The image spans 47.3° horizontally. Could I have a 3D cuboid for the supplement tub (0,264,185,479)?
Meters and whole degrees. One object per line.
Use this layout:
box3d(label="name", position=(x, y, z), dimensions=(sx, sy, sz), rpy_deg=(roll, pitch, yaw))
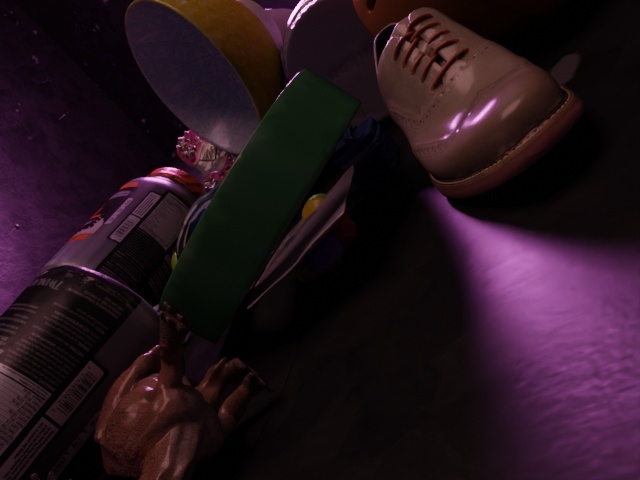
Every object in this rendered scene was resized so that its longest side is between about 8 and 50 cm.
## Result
box3d(label="supplement tub", position=(-0.311, 0.204, 0.755), dimensions=(0.207, 0.207, 0.338), rpy_deg=(-24, 25, 49))

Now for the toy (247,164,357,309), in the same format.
box3d(label="toy", position=(0.000, 0.000, 0.800), dimensions=(0.137, 0.056, 0.237), rpy_deg=(-46, 11, 15))

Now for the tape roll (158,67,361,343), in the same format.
box3d(label="tape roll", position=(-0.067, -0.038, 0.836), dimensions=(0.321, 0.077, 0.321), rpy_deg=(-59, 2, 4))

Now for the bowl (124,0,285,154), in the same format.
box3d(label="bowl", position=(-0.152, -0.295, 1.162), dimensions=(0.156, 0.289, 0.289), rpy_deg=(-47, 16, -23))

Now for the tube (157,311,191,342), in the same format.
box3d(label="tube", position=(-0.236, 0.129, 1.068), dimensions=(0.080, 0.052, 0.207), rpy_deg=(-33, 6, -24))

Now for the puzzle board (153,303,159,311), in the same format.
box3d(label="puzzle board", position=(-0.226, 0.094, 1.115), dimensions=(0.096, 0.011, 0.128), rpy_deg=(-23, -2, -43))

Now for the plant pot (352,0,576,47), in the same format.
box3d(label="plant pot", position=(0.172, -0.348, 0.922), dimensions=(0.203, 0.291, 0.291), rpy_deg=(-50, 7, 43))

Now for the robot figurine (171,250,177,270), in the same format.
box3d(label="robot figurine", position=(-0.195, 0.023, 1.189), dimensions=(0.115, 0.067, 0.101), rpy_deg=(-42, 21, 4))

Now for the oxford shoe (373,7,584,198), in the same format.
box3d(label="oxford shoe", position=(0.120, -0.148, 0.723), dimensions=(0.140, 0.146, 0.397), rpy_deg=(-42, 16, 4))

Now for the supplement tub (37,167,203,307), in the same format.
box3d(label="supplement tub", position=(-0.322, 0.021, 1.274), dimensions=(0.193, 0.193, 0.316), rpy_deg=(-29, 21, 42))

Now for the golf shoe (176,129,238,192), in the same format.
box3d(label="golf shoe", position=(-0.149, -0.105, 1.298), dimensions=(0.115, 0.140, 0.306), rpy_deg=(-39, 45, 5))

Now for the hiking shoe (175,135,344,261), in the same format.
box3d(label="hiking shoe", position=(-0.097, -0.063, 1.091), dimensions=(0.304, 0.113, 0.132), rpy_deg=(-50, 18, -18))

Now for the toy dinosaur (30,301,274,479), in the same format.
box3d(label="toy dinosaur", position=(-0.152, 0.169, 0.633), dimensions=(0.200, 0.127, 0.295), rpy_deg=(-53, 12, -8))

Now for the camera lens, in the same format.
box3d(label="camera lens", position=(0.057, -0.315, 1.167), dimensions=(0.219, 0.219, 0.274), rpy_deg=(-37, 17, 20))

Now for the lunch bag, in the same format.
box3d(label="lunch bag", position=(0.057, -0.118, 0.947), dimensions=(0.067, 0.065, 0.098), rpy_deg=(-37, 17, 20))

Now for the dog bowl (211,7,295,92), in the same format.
box3d(label="dog bowl", position=(-0.078, -0.292, 1.354), dimensions=(0.265, 0.265, 0.104), rpy_deg=(-44, 18, -3))
